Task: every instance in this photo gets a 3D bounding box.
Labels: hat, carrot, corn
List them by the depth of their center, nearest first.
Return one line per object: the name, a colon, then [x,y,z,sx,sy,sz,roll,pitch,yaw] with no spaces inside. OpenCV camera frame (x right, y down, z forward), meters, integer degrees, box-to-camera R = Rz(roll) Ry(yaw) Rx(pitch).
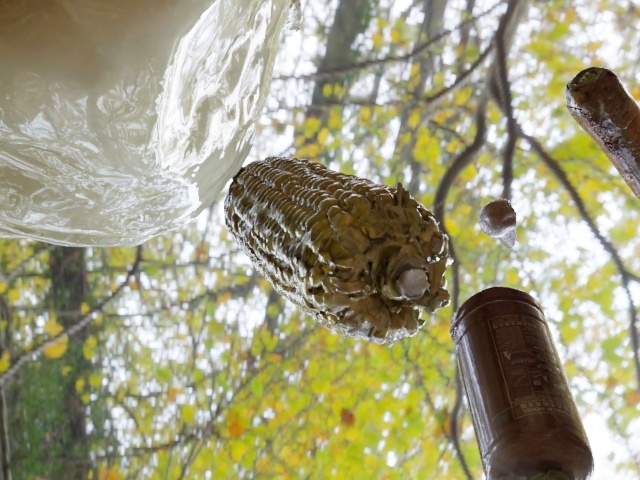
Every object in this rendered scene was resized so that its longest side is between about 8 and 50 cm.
corn: [0.000,0.000,0.887,0.115,0.115,0.318,-10,-166,-17]
carrot: [0.282,-0.090,1.080,0.161,0.055,0.055,50,-134,-22]
hat: [0.222,-0.019,1.493,0.042,0.087,0.058,-13,-110,-7]

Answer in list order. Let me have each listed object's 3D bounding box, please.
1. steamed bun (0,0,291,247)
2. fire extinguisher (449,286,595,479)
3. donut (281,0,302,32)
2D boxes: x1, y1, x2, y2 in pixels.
steamed bun: [-0.167,-0.100,0.604,0.289,0.203,0.276,15,-153,9]
fire extinguisher: [0.172,0.154,1.019,0.104,0.105,0.269,4,-146,-6]
donut: [-0.088,-0.264,1.122,0.065,0.162,0.178,-33,-154,-13]
